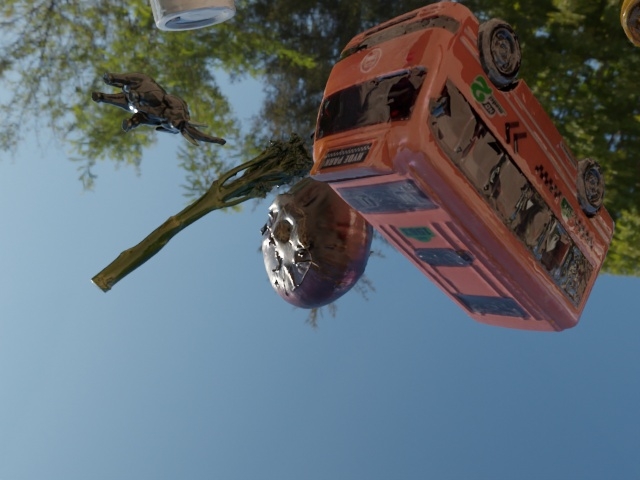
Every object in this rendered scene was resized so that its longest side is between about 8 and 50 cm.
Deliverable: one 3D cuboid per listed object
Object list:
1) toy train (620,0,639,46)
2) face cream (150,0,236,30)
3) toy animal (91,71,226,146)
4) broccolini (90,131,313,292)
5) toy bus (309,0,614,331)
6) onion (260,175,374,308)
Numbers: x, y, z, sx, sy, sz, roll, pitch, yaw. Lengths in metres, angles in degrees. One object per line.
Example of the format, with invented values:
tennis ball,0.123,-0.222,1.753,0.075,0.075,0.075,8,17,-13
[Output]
toy train,0.501,-0.226,0.645,0.232,0.369,0.163,-5,-145,50
face cream,-0.256,-0.564,0.986,0.145,0.369,0.145,-12,-169,2
toy animal,-0.319,-0.249,1.107,0.269,0.082,0.137,34,-154,20
broccolini,-0.172,-0.033,0.893,0.392,0.078,0.074,-39,-154,-10
toy bus,0.184,-0.067,0.734,0.203,0.427,0.233,-2,-125,51
onion,0.000,0.000,1.260,0.232,0.314,0.314,16,-153,-35
